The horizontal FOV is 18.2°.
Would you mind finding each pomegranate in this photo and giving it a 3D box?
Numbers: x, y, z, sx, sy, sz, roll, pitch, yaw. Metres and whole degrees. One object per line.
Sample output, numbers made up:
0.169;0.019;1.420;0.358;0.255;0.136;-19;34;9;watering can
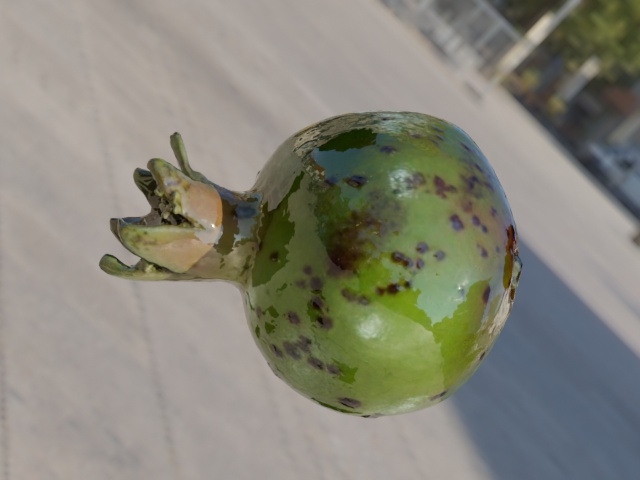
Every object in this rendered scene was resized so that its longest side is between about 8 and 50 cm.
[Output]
0.009;-0.009;1.439;0.286;0.231;0.231;30;7;0;pomegranate
